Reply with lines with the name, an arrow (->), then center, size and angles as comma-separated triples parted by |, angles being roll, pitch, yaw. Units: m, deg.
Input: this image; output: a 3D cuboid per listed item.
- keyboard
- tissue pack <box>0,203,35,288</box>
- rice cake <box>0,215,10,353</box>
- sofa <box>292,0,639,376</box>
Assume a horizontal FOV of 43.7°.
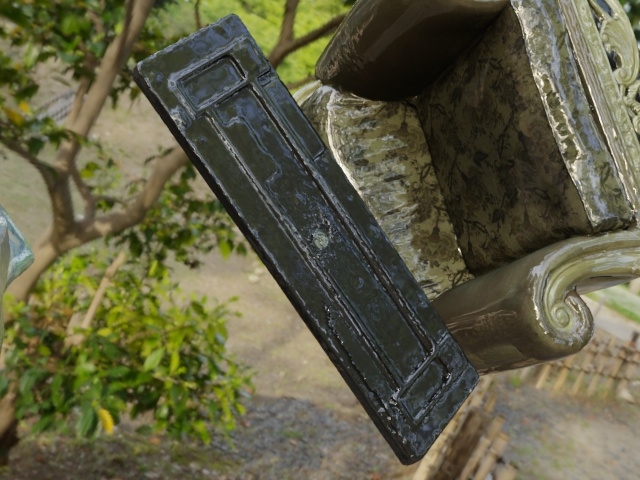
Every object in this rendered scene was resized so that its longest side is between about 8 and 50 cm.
keyboard -> 0.000, 0.000, 0.347 | 0.204, 0.061, 0.013 | 55, -36, -10
tissue pack -> -0.412, -0.046, 0.704 | 0.310, 0.128, 0.228 | 62, 11, -18
rice cake -> -0.142, 0.052, 0.295 | 0.038, 0.124, 0.211 | 6, 10, -17
sofa -> 0.086, -0.045, 0.506 | 0.182, 0.258, 0.200 | -12, -9, -23
